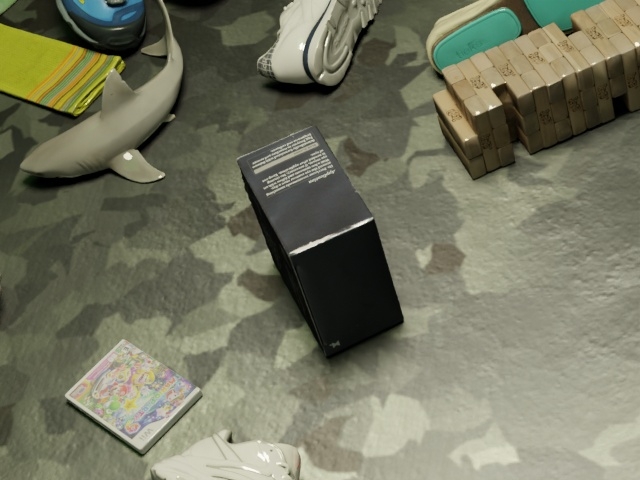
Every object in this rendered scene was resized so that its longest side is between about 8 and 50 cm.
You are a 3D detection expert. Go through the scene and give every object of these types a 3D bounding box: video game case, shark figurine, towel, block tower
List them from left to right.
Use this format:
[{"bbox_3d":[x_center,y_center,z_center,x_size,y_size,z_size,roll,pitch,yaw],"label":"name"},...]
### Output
[{"bbox_3d":[-0.364,-0.222,1.958,0.237,0.021,0.102,19,57,32],"label":"towel"},{"bbox_3d":[-0.221,-0.179,1.808,0.166,0.116,0.278,19,59,30],"label":"shark figurine"},{"bbox_3d":[-0.190,0.156,1.557,0.122,0.011,0.087,28,62,36],"label":"video game case"},{"bbox_3d":[0.292,-0.185,1.652,0.335,0.091,0.097,-24,46,-3],"label":"block tower"}]

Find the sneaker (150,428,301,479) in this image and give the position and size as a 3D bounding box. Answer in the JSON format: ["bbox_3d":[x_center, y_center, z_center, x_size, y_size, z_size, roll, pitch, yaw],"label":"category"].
[{"bbox_3d":[-0.047,0.234,1.385,0.232,0.090,0.115,30,60,36],"label":"sneaker"}]

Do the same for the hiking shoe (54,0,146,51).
[{"bbox_3d":[-0.292,-0.382,1.953,0.113,0.132,0.304,-12,65,-17],"label":"hiking shoe"}]

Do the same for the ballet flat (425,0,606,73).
[{"bbox_3d":[0.232,-0.262,1.730,0.248,0.086,0.086,-21,44,21],"label":"ballet flat"}]

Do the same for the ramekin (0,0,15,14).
[{"bbox_3d":[-0.548,-0.412,2.106,0.303,0.148,0.303,-10,46,10],"label":"ramekin"}]

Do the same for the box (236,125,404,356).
[{"bbox_3d":[0.000,0.000,1.535,0.093,0.156,0.158,-24,46,-5],"label":"box"}]

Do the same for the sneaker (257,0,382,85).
[{"bbox_3d":[0.005,-0.280,1.846,0.094,0.090,0.235,1,46,34],"label":"sneaker"}]
